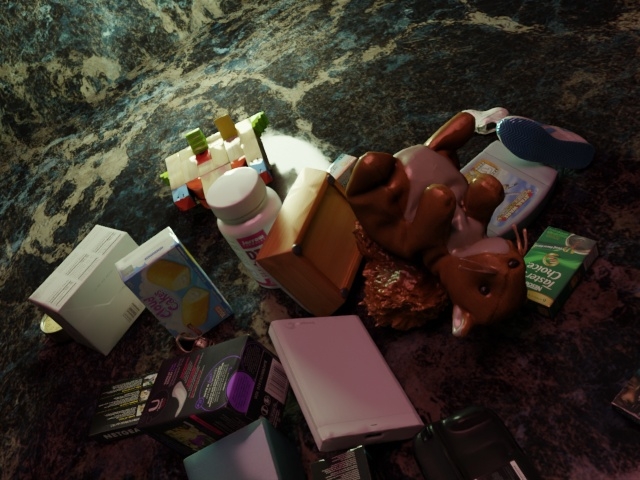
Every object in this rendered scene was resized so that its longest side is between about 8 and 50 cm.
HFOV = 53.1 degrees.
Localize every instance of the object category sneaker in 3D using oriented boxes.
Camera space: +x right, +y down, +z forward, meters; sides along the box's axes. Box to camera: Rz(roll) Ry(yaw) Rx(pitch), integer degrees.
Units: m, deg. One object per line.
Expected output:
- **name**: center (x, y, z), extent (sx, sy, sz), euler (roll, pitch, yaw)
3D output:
- **sneaker**: center (-0.259, 0.258, 1.471), extent (0.188, 0.071, 0.066), euler (1, 49, 32)
- **sneaker**: center (0.411, -0.306, 1.669), extent (0.152, 0.053, 0.061), euler (-4, 49, 27)
- **sneaker**: center (0.495, -0.224, 1.446), extent (0.092, 0.229, 0.087), euler (-99, 28, -63)

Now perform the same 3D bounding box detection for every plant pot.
- **plant pot**: center (-0.105, 0.470, 1.101), extent (0.166, 0.165, 0.234), euler (-28, 47, 2)

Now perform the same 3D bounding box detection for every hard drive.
- **hard drive**: center (0.040, 0.261, 1.235), extent (0.203, 0.040, 0.307), euler (-1, 34, -24)

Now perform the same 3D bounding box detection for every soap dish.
- **soap dish**: center (0.000, 0.000, 1.456), extent (0.118, 0.229, 0.291), euler (-16, 39, 43)

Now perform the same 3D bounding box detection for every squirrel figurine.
- **squirrel figurine**: center (0.232, 0.021, 1.262), extent (0.281, 0.397, 0.370), euler (-23, 68, -33)

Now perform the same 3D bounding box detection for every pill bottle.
- **pill bottle**: center (-0.146, -0.028, 1.535), extent (0.160, 0.283, 0.160), euler (-17, 42, 16)

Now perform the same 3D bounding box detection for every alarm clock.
- **alarm clock**: center (-0.690, 0.210, 1.782), extent (0.192, 0.064, 0.129), euler (-37, 40, -5)

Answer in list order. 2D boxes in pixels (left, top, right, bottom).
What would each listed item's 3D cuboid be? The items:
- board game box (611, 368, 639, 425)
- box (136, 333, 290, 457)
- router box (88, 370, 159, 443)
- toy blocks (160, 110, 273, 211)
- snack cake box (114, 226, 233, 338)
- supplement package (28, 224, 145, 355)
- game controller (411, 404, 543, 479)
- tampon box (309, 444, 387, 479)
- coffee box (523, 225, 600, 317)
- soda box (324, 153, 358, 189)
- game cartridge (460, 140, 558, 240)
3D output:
- **board game box**: center (0.577, 0.266, 1.003), extent (0.126, 0.026, 0.186), euler (-42, 42, -15)
- **box**: center (-0.210, 0.316, 1.282), extent (0.270, 0.143, 0.165), euler (-21, 38, 35)
- **router box**: center (-0.432, 0.380, 1.469), extent (0.179, 0.046, 0.133), euler (-17, 42, 16)
- **toy blocks**: center (-0.293, -0.190, 1.896), extent (0.381, 0.190, 0.261), euler (-25, 52, 6)
- **snack cake box**: center (-0.341, 0.115, 1.517), extent (0.152, 0.264, 0.089), euler (-37, 41, -8)
- **supplement package**: center (-0.578, 0.128, 1.691), extent (0.145, 0.204, 0.262), euler (13, 56, 38)
- **game controller**: center (0.273, 0.407, 1.025), extent (0.166, 0.067, 0.319), euler (-18, 40, -8)
- **tampon box**: center (0.060, 0.446, 1.050), extent (0.101, 0.120, 0.161), euler (-22, 41, 8)
- **coffee box**: center (0.457, 0.060, 1.274), extent (0.184, 0.040, 0.113), euler (-46, 43, -18)
- **soda box**: center (0.032, -0.150, 1.729), extent (0.183, 0.058, 0.063), euler (-46, 43, -19)
- **game cartridge**: center (0.381, -0.092, 1.428), extent (0.297, 0.062, 0.198), euler (-40, 51, -19)
